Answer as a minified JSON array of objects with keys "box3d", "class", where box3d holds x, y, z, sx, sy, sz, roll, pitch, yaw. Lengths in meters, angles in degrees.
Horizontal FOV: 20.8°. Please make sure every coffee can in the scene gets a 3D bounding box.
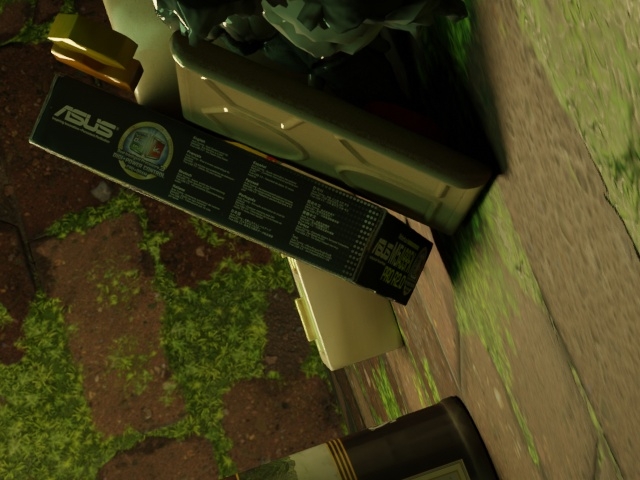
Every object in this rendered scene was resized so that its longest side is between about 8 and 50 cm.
[{"box3d":[0.026,0.280,1.578,0.201,0.275,0.201,161,90,-85],"class":"coffee can"}]

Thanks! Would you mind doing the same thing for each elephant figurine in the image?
[{"box3d":[-0.024,-0.179,1.206,0.239,0.169,0.186,30,-112,-73],"class":"elephant figurine"}]

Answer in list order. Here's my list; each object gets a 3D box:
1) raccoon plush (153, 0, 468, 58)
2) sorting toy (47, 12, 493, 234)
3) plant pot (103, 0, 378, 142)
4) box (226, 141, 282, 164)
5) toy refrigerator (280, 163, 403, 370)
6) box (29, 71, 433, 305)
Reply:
[{"box3d":[0.016,-0.265,0.582,0.299,0.216,0.446,-85,10,-66],"class":"raccoon plush"},{"box3d":[-0.037,-0.092,1.150,0.229,0.307,0.041,96,-162,-83],"class":"sorting toy"},{"box3d":[-0.078,-0.194,1.435,0.284,0.191,0.284,161,90,-86],"class":"plant pot"},{"box3d":[-0.120,-0.252,1.811,0.279,0.177,0.290,-114,7,-61],"class":"box"},{"box3d":[0.000,0.000,1.909,0.102,0.094,0.269,-155,46,-83],"class":"toy refrigerator"},{"box3d":[-0.060,-0.035,1.336,0.060,0.270,0.216,-67,-15,-2],"class":"box"}]
